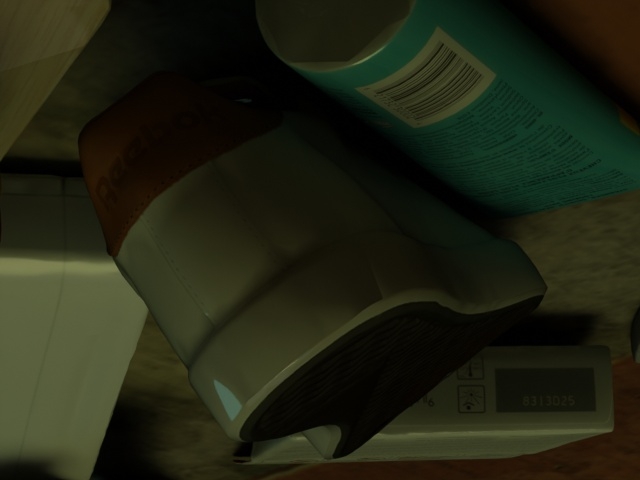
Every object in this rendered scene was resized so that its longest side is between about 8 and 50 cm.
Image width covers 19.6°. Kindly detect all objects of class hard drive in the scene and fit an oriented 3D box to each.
[{"bbox_3d":[-0.253,0.038,0.703,0.353,0.047,0.233,2,154,-14],"label":"hard drive"}]

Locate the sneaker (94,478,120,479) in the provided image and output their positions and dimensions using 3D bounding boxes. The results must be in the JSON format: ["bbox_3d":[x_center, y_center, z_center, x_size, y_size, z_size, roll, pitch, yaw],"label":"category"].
[{"bbox_3d":[-0.099,0.156,0.867,0.097,0.084,0.234,-3,174,24],"label":"sneaker"}]

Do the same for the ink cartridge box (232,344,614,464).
[{"bbox_3d":[0.041,0.079,0.863,0.145,0.045,0.179,0,172,-11],"label":"ink cartridge box"}]

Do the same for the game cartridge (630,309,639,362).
[{"bbox_3d":[0.166,0.033,0.796,0.056,0.017,0.083,4,152,-10],"label":"game cartridge"}]

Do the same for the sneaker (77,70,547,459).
[{"bbox_3d":[0.000,0.000,0.639,0.106,0.123,0.290,-39,166,3],"label":"sneaker"}]

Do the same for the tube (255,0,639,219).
[{"bbox_3d":[0.052,-0.043,0.593,0.080,0.052,0.207,-7,161,27],"label":"tube"}]

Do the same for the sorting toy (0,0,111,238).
[{"bbox_3d":[-0.225,-0.009,0.500,0.255,0.089,0.257,16,137,-30],"label":"sorting toy"}]
